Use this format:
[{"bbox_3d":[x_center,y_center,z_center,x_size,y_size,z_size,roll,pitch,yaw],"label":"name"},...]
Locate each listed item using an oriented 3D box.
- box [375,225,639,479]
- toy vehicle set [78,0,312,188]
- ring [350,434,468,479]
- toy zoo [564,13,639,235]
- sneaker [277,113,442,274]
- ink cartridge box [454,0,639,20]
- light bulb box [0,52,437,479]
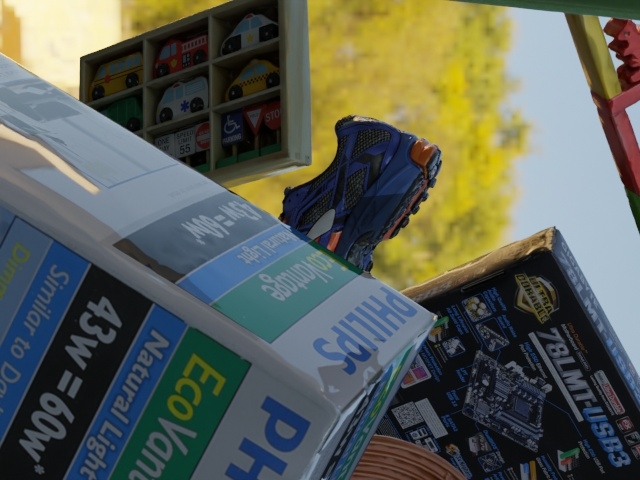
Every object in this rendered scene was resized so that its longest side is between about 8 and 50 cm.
[{"bbox_3d":[0.188,0.170,1.834,0.295,0.293,0.073,58,22,-16],"label":"box"},{"bbox_3d":[-0.122,-0.124,1.599,0.267,0.035,0.166,-14,-109,36],"label":"toy vehicle set"},{"bbox_3d":[-0.011,0.296,1.282,0.032,0.336,0.336,-131,-141,-55],"label":"ring"},{"bbox_3d":[0.288,-0.143,1.265,0.293,0.192,0.030,65,-10,-30],"label":"toy zoo"},{"bbox_3d":[0.000,0.000,1.284,0.221,0.087,0.083,-54,167,9],"label":"sneaker"},{"bbox_3d":[0.042,-0.136,0.434,0.209,0.109,0.062,-86,-176,-53],"label":"ink cartridge box"},{"bbox_3d":[-0.180,0.123,1.064,0.358,0.361,0.225,-63,170,19],"label":"light bulb box"}]
